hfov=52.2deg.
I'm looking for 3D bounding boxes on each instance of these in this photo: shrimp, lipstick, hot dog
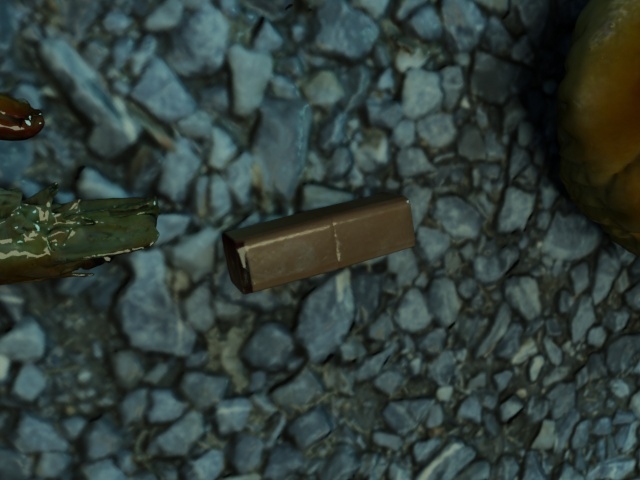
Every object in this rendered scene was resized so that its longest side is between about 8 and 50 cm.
[{"bbox_3d":[-0.221,-0.035,0.379,0.253,0.058,0.173,-5,134,-20],"label":"shrimp"},{"bbox_3d":[0.000,0.000,0.513,0.145,0.045,0.045,-15,105,-18],"label":"lipstick"},{"bbox_3d":[0.369,-0.150,0.560,0.367,0.196,0.365,38,89,-22],"label":"hot dog"}]
